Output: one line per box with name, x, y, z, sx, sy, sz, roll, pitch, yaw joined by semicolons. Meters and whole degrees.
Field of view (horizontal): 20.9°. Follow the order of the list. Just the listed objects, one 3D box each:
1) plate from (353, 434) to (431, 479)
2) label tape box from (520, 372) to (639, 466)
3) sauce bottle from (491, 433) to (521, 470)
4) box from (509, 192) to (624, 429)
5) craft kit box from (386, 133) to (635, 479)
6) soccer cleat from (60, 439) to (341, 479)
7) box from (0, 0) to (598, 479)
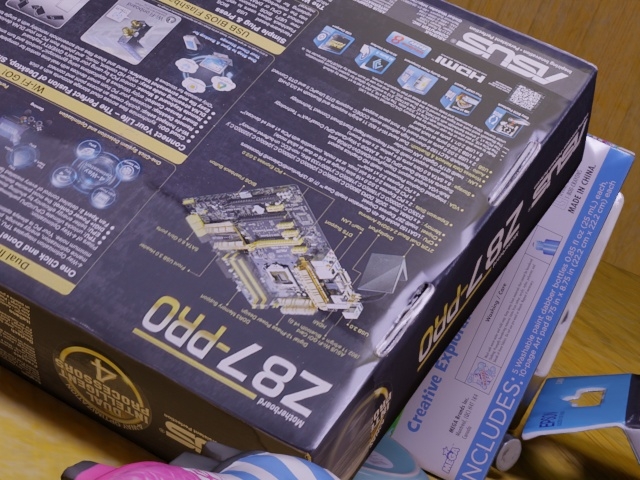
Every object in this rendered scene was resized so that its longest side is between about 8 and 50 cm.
plate;-0.002;0.122;1.049;0.188;0.024;0.188;23;7;-3
label tape box;0.333;0.171;1.287;0.347;0.115;0.249;-1;3;11
sauce bottle;0.088;0.123;1.237;0.042;0.042;0.128;15;10;-47
box;0.129;0.035;1.302;0.127;0.149;0.232;24;-14;7
craft kit box;0.045;0.004;1.152;0.246;0.250;0.061;25;8;4
soccer cleat;-0.019;0.135;0.558;0.143;0.116;0.331;25;7;10
box;-0.085;-0.056;1.002;0.395;0.318;0.097;26;-36;18
